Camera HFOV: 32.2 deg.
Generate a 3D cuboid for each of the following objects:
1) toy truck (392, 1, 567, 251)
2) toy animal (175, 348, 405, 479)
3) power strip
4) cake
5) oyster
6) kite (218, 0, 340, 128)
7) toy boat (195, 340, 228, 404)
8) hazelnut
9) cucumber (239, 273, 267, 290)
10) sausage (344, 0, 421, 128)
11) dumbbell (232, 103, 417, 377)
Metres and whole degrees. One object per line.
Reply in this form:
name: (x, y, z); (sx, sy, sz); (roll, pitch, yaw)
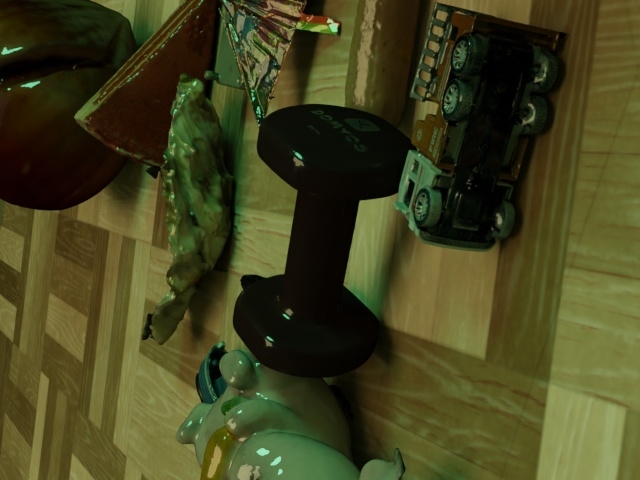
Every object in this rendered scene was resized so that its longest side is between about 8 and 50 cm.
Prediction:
toy truck: (0.111, -0.090, 0.868); (0.115, 0.080, 0.178); (-133, 55, -64)
toy animal: (-0.021, 0.218, 0.996); (0.325, 0.154, 0.208); (21, 98, 57)
power strip: (-0.070, -0.283, 1.303); (0.145, 0.061, 0.215); (23, 107, 58)
cake: (-0.249, -0.235, 1.549); (0.158, 0.159, 0.262); (-161, 80, -67)
oyster: (-0.165, -0.034, 1.425); (0.201, 0.107, 0.354); (-90, 5, -61)
kite: (-0.050, -0.241, 1.224); (0.183, 0.014, 0.241); (20, 97, 37)
toy boat: (-0.107, 0.173, 1.293); (0.061, 0.060, 0.137); (-45, 38, 16)
hazelnut: (-0.464, -0.240, 1.800); (0.409, 0.359, 0.359); (31, 113, 53)
cucumber: (-0.052, 0.061, 1.224); (0.135, 0.034, 0.033); (19, 97, 63)
sausage: (0.069, -0.244, 1.008); (0.066, 0.066, 0.301); (25, 106, 63)
dumbbell: (0.000, 0.000, 0.986); (0.140, 0.124, 0.225); (43, 133, 44)
